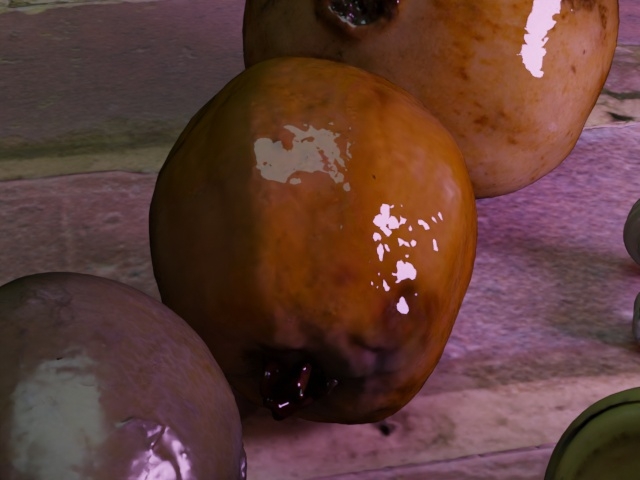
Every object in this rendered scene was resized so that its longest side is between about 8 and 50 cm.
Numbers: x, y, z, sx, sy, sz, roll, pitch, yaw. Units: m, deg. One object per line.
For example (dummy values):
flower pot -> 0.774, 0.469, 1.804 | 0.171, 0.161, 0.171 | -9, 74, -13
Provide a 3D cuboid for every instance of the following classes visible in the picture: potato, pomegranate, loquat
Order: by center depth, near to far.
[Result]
potato -> -0.123, 0.115, 0.577 | 0.178, 0.160, 0.235 | -33, 47, 17
loquat -> 0.000, 0.000, 0.728 | 0.187, 0.176, 0.234 | 35, 36, -25
pomegranate -> 0.075, -0.144, 0.906 | 0.260, 0.260, 0.260 | 1, 33, -1

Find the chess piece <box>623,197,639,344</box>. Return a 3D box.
chess piece -> 0.218, 0.021, 0.812 | 0.067, 0.067, 0.103 | 9, 43, 12

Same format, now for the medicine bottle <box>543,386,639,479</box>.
medicine bottle -> 0.211, 0.112, 0.574 | 0.238, 0.124, 0.124 | -1, 27, -42
